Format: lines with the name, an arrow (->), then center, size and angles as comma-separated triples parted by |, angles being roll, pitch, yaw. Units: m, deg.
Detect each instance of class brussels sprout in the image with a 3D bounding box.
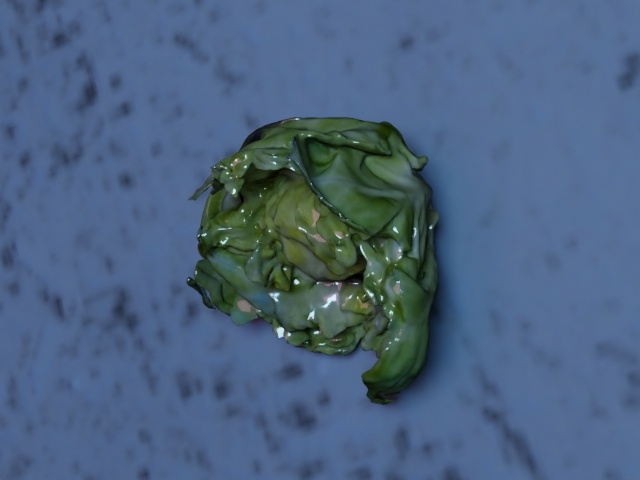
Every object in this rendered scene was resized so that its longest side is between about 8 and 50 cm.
brussels sprout -> 0.000, 0.000, 0.489 | 0.085, 0.058, 0.085 | 20, 130, 26
